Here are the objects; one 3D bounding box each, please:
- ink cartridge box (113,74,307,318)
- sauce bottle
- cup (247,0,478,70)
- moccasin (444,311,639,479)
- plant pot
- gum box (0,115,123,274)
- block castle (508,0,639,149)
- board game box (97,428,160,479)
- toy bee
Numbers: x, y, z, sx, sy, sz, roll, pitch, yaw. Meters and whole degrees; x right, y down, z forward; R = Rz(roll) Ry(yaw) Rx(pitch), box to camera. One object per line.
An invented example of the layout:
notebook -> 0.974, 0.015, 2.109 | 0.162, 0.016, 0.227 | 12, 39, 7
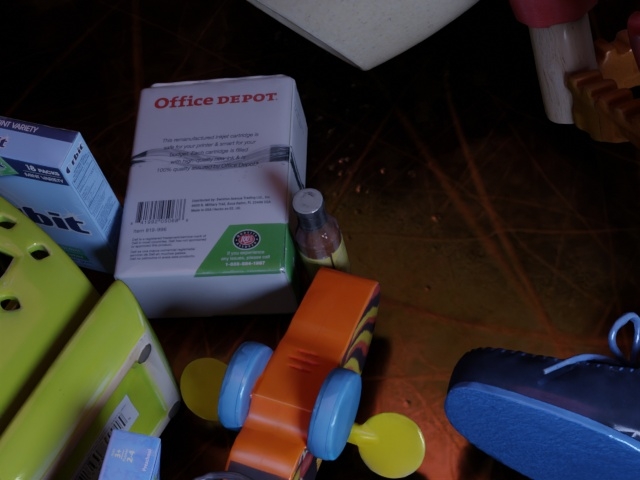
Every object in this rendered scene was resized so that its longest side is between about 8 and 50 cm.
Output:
ink cartridge box -> -0.093, -0.041, 1.018 | 0.153, 0.087, 0.208 | -2, 60, 9
sauce bottle -> 0.000, 0.000, 0.954 | 0.042, 0.128, 0.042 | -4, 57, 6
cup -> 0.035, -0.303, 1.053 | 0.331, 0.331, 0.237 | 34, 97, 26
moccasin -> 0.265, 0.142, 0.840 | 0.342, 0.137, 0.117 | 18, 59, 4
plant pot -> -0.246, 0.117, 0.875 | 0.207, 0.227, 0.228 | 26, 66, 16
gum box -> -0.259, -0.042, 0.991 | 0.157, 0.184, 0.041 | 13, 62, 16
block castle -> 0.406, -0.227, 0.902 | 0.453, 0.213, 0.303 | -22, 30, -7
board game box -> -0.148, 0.242, 0.783 | 0.039, 0.211, 0.160 | 13, 61, -3
toy bee -> -0.039, 0.158, 0.871 | 0.195, 0.162, 0.298 | 30, 43, 31
